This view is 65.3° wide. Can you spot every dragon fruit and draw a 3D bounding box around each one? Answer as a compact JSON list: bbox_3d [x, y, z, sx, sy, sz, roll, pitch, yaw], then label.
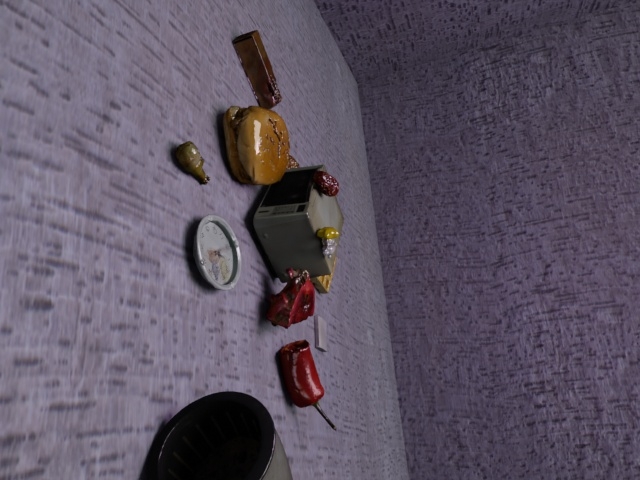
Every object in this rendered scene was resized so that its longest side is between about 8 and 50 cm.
[{"bbox_3d":[-0.106,0.199,1.833,0.262,0.134,0.211,7,100,-72],"label":"dragon fruit"}]

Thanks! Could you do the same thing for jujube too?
[{"bbox_3d":[0.019,-0.214,1.863,0.129,0.077,0.077,35,46,-50],"label":"jujube"}]

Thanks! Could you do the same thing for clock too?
[{"bbox_3d":[-0.319,0.039,1.506,0.236,0.053,0.236,-14,90,-72],"label":"clock"}]

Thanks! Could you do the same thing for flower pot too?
[{"bbox_3d":[-0.201,0.574,1.182,0.293,0.294,0.330,-78,156,-50],"label":"flower pot"}]

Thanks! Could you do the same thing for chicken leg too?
[{"bbox_3d":[-0.375,-0.232,1.494,0.178,0.070,0.093,64,16,-56],"label":"chicken leg"}]

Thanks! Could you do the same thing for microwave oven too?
[{"bbox_3d":[-0.085,-0.080,1.974,0.394,0.247,0.332,-74,149,-54],"label":"microwave oven"}]

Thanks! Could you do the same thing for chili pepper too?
[{"bbox_3d":[-0.057,0.550,1.863,0.134,0.131,0.338,-156,-132,-81],"label":"chili pepper"}]

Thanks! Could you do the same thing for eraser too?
[{"bbox_3d":[0.001,0.426,2.283,0.104,0.023,0.150,48,34,-58],"label":"eraser"}]

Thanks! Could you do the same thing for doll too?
[{"bbox_3d":[0.035,0.007,1.799,0.135,0.072,0.113,35,55,-70],"label":"doll"}]

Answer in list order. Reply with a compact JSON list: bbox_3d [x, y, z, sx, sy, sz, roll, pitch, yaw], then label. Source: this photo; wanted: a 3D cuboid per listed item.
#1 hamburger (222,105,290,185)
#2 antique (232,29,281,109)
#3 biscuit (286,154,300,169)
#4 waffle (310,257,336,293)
[{"bbox_3d":[-0.232,-0.344,1.833,0.304,0.174,0.284,-15,105,-65],"label":"hamburger"},{"bbox_3d":[-0.254,-0.702,2.085,0.087,0.094,0.309,-75,149,-53],"label":"antique"},{"bbox_3d":[-0.118,-0.253,2.310,0.305,0.038,0.305,-11,90,-72],"label":"biscuit"},{"bbox_3d":[-0.001,0.101,2.365,0.248,0.055,0.221,56,40,-47],"label":"waffle"}]
